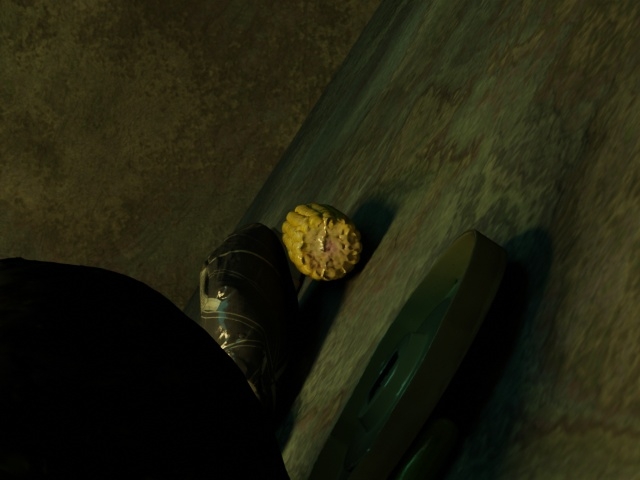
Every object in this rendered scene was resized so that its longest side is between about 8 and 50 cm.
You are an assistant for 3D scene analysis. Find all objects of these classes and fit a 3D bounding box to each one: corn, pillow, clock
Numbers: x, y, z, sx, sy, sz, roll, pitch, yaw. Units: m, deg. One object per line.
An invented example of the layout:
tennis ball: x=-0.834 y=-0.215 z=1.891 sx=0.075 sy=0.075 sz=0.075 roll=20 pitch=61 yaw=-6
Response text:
corn: x=0.000 y=0.000 z=1.530 sx=0.081 sy=0.081 sz=0.248 roll=-58 pitch=7 yaw=1
pillow: x=-0.075 y=0.089 z=1.506 sx=0.092 sy=0.162 sz=0.335 roll=-16 pitch=17 yaw=6
clock: x=0.051 y=0.097 z=0.932 sx=0.235 sy=0.029 sz=0.235 roll=-58 pitch=1 yaw=1

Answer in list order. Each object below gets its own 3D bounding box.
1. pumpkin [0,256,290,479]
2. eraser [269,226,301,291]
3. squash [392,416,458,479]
pumpkin: x=-0.221 y=0.227 z=0.892 sx=0.454 sy=0.344 sz=0.454 roll=-27 pitch=36 yaw=22
eraser: x=-0.113 y=0.138 z=1.716 sx=0.144 sy=0.078 sz=0.343 roll=-51 pitch=10 yaw=40
squash: x=0.056 y=0.146 z=0.831 sx=0.089 sy=0.027 sz=0.027 roll=-61 pitch=8 yaw=-5
